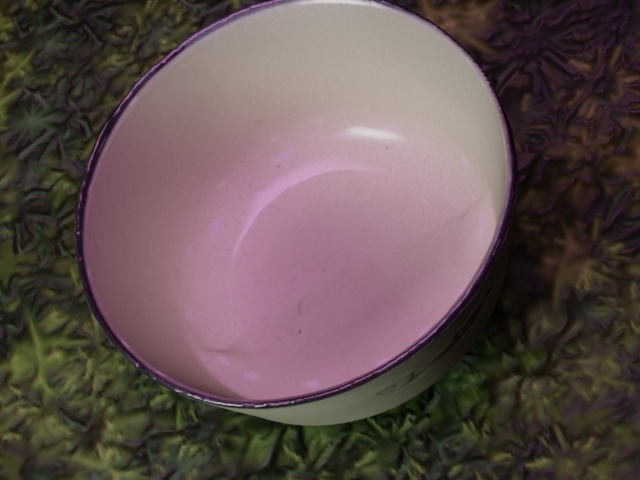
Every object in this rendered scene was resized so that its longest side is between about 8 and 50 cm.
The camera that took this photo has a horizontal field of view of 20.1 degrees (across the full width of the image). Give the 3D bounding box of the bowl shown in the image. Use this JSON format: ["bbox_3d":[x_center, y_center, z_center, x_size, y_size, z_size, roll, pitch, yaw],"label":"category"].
[{"bbox_3d":[0.000,0.000,0.968,0.237,0.126,0.238,-8,61,16],"label":"bowl"}]
